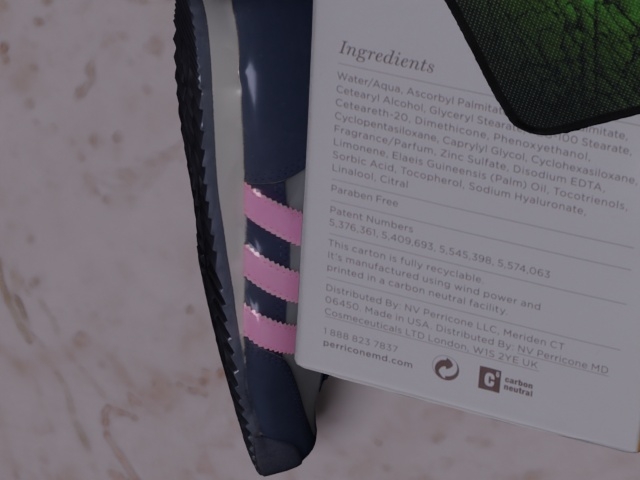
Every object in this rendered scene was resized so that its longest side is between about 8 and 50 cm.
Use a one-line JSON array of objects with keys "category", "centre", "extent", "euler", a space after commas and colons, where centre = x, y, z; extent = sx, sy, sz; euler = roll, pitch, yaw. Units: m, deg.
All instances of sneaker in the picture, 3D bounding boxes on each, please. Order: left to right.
[{"category": "sneaker", "centre": [0.000, 0.000, 1.053], "extent": [0.131, 0.112, 0.319], "euler": [-11, 131, -9]}]

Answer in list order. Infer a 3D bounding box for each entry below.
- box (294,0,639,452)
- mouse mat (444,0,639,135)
[{"category": "box", "centre": [0.111, -0.118, 0.867], "extent": [0.168, 0.215, 0.345], "euler": [14, 120, 20]}, {"category": "mouse mat", "centre": [0.099, -0.118, 0.647], "extent": [0.152, 0.007, 0.190], "euler": [-14, 126, 27]}]
